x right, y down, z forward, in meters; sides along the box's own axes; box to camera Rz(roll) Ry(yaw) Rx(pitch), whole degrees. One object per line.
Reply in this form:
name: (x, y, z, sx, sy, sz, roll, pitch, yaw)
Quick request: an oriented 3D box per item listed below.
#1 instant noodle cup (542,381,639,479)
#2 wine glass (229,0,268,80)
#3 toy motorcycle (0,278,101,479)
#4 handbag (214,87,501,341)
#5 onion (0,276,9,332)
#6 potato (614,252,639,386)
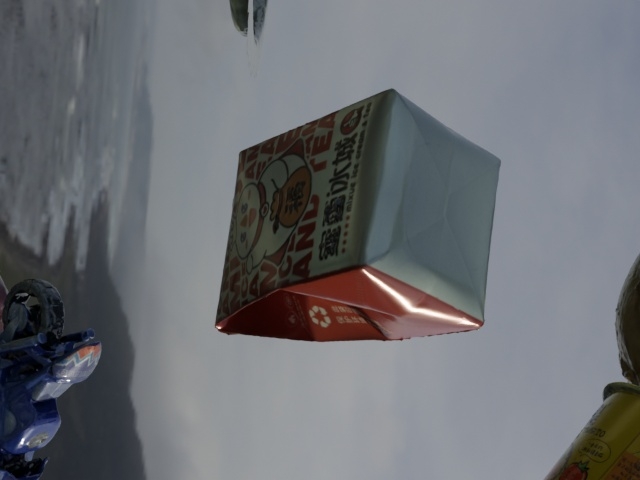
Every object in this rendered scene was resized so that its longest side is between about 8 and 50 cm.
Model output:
instant noodle cup: (0.273, 0.238, 0.799, 0.144, 0.182, 0.182, -41, -178, -13)
wine glass: (-0.180, -0.203, 0.439, 0.238, 0.323, 0.238, 4, 90, -89)
toy motorcycle: (-0.251, 0.131, 0.747, 0.114, 0.076, 0.205, 43, -68, 27)
handbag: (0.000, 0.000, 0.815, 0.298, 0.151, 0.171, -15, -123, 47)
onion: (-0.561, 0.119, 1.247, 0.232, 0.314, 0.314, -79, -177, -50)
potato: (0.579, 0.124, 1.237, 0.319, 0.385, 0.442, 23, 63, -57)
